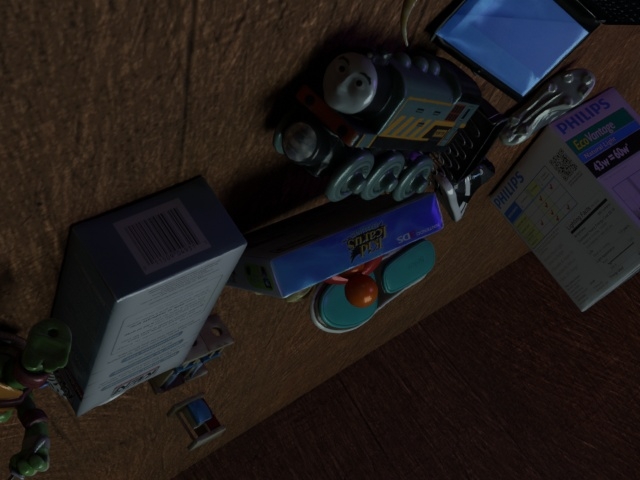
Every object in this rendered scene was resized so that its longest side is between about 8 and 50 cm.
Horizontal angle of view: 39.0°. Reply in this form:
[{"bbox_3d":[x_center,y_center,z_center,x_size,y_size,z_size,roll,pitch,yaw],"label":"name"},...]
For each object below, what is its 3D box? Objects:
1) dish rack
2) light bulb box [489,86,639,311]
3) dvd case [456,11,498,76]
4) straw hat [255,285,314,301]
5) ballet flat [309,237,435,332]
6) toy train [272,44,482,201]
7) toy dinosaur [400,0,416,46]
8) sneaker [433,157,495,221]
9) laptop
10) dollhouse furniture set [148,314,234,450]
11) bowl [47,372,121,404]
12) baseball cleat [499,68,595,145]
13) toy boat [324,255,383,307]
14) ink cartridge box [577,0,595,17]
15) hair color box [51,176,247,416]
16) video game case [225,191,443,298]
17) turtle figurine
[{"bbox_3d":[0.167,-0.128,1.517,0.271,0.074,0.208,-29,163,-21],"label":"dish rack"},{"bbox_3d":[0.640,-0.089,2.098,0.225,0.361,0.358,-30,164,-25],"label":"light bulb box"},{"bbox_3d":[0.291,-0.331,1.244,0.238,0.029,0.179,-37,165,11],"label":"dvd case"},{"bbox_3d":[-0.048,0.085,1.726,0.144,0.061,0.144,-32,164,-10],"label":"straw hat"},{"bbox_3d":[0.082,0.086,1.880,0.400,0.139,0.139,-26,163,-44],"label":"ballet flat"},{"bbox_3d":[0.078,-0.155,1.149,0.190,0.142,0.334,-55,157,21],"label":"toy train"},{"bbox_3d":[0.106,-0.280,0.877,0.053,0.092,0.183,-16,155,-50],"label":"toy dinosaur"},{"bbox_3d":[0.301,-0.112,1.838,0.121,0.079,0.217,-34,164,1],"label":"sneaker"},{"bbox_3d":[0.319,-0.266,1.138,0.234,0.264,0.137,20,87,-45],"label":"laptop"},{"bbox_3d":[-0.214,0.258,1.663,0.129,0.184,0.129,-19,158,-46],"label":"dollhouse furniture set"},{"bbox_3d":[-0.346,0.208,1.428,0.170,0.080,0.170,-33,165,-10],"label":"bowl"},{"bbox_3d":[0.423,-0.255,1.721,0.206,0.072,0.109,-33,179,11],"label":"baseball cleat"},{"bbox_3d":[0.055,0.048,1.615,0.151,0.151,0.231,-22,171,3],"label":"toy boat"},{"bbox_3d":[0.419,-0.366,1.411,0.083,0.028,0.048,-28,163,-23],"label":"ink cartridge box"},{"bbox_3d":[-0.246,0.086,1.206,0.185,0.113,0.374,-25,161,-33],"label":"hair color box"},{"bbox_3d":[0.000,0.000,1.309,0.269,0.061,0.244,-22,-167,-25],"label":"video game case"},{"bbox_3d":[-0.402,0.196,1.050,0.274,0.198,0.266,-26,159,-42],"label":"turtle figurine"}]
